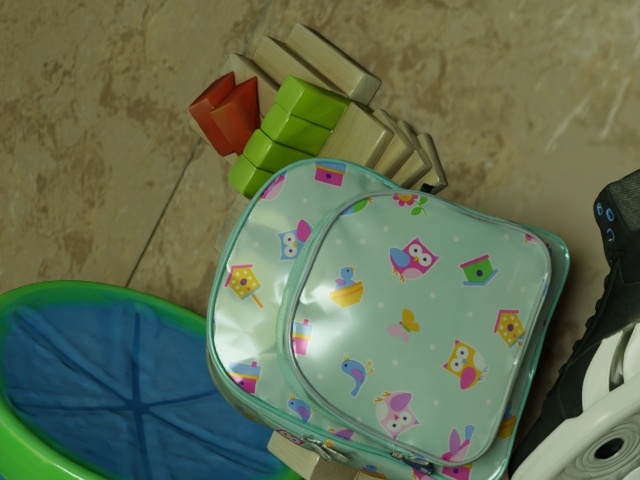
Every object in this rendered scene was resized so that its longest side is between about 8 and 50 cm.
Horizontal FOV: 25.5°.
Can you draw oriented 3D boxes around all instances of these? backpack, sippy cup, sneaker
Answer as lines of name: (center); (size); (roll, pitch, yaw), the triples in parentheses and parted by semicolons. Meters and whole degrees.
backpack: (0.029, 0.043, 0.781); (0.188, 0.144, 0.166); (19, 82, 5)
sippy cup: (-0.154, 0.182, 0.936); (0.240, 0.305, 0.224); (32, 114, 13)
sneaker: (0.169, 0.043, 0.777); (0.217, 0.079, 0.121); (-45, 48, 16)

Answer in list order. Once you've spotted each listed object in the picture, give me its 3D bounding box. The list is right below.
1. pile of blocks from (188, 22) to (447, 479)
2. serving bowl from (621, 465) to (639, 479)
pile of blocks: (0.000, 0.000, 0.906); (0.149, 0.112, 0.362); (-37, 58, 29)
serving bowl: (0.193, 0.159, 0.752); (0.083, 0.027, 0.083); (-12, 71, 40)
